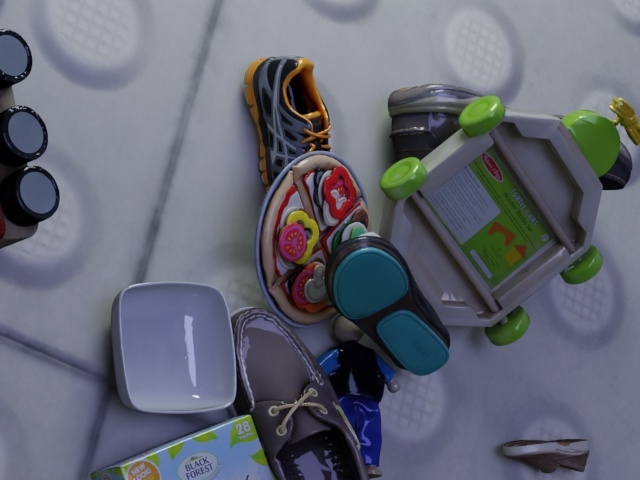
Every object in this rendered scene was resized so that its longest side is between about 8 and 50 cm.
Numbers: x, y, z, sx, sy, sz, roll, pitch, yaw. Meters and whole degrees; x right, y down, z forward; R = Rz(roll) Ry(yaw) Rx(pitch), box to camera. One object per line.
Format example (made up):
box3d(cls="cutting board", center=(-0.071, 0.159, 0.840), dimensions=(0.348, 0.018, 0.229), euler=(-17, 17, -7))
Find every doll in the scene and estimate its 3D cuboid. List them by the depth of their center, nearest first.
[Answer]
box3d(cls="doll", center=(0.033, 0.173, 1.988), dimensions=(0.129, 0.046, 0.189), euler=(9, 72, -29))

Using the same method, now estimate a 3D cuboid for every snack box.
box3d(cls="snack box", center=(-0.122, 0.307, 1.820), dimensions=(0.174, 0.070, 0.207), euler=(-19, 88, -38))

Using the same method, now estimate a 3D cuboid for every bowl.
box3d(cls="bowl", center=(-0.162, 0.117, 1.853), dimensions=(0.142, 0.053, 0.142), euler=(2, 77, -36))

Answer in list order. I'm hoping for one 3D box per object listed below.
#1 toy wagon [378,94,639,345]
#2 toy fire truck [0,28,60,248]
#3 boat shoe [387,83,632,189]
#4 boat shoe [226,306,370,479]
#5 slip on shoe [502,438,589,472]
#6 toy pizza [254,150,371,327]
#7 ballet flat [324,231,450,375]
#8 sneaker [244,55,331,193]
box3d(cls="toy wagon", center=(0.235, -0.047, 2.078), dimensions=(0.344, 0.068, 0.267), euler=(-39, 117, -5))
box3d(cls="toy fire truck", center=(-0.408, -0.091, 1.684), dimensions=(0.246, 0.158, 0.217), euler=(-5, 81, -48))
box3d(cls="boat shoe", center=(0.231, -0.096, 2.178), dimensions=(0.355, 0.132, 0.130), euler=(12, 81, -26))
box3d(cls="boat shoe", center=(-0.017, 0.216, 1.886), dimensions=(0.117, 0.097, 0.324), euler=(-20, 84, -18))
box3d(cls="slip on shoe", center=(0.279, 0.267, 2.151), dimensions=(0.135, 0.051, 0.041), euler=(4, 87, -43))
box3d(cls="toy pizza", center=(0.000, 0.000, 1.964), dimensions=(0.201, 0.032, 0.201), euler=(-11, 105, -50))
box3d(cls="ballet flat", center=(0.063, 0.056, 1.958), dimensions=(0.280, 0.095, 0.096), euler=(57, 8, -51))
box3d(cls="sneaker", center=(-0.022, -0.112, 2.002), dimensions=(0.084, 0.083, 0.214), euler=(-23, 96, -42))
